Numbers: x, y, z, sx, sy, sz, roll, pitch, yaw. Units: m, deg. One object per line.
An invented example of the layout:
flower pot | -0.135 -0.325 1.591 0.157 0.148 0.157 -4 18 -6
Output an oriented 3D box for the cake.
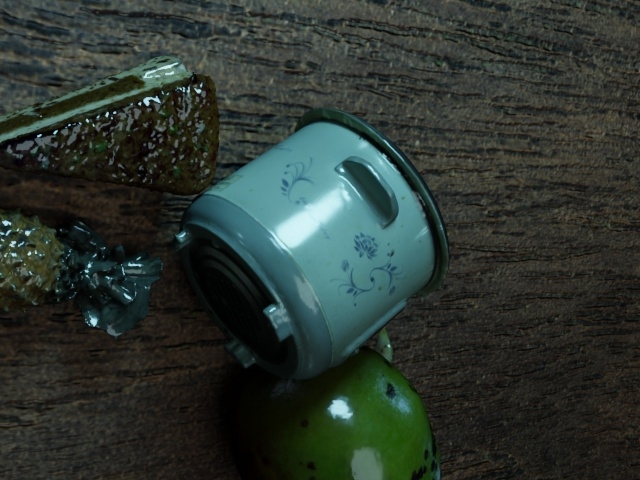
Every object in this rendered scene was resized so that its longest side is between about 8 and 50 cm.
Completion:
cake | -0.225 -0.090 0.884 0.246 0.112 0.135 -28 125 -28

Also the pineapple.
pineapple | -0.275 0.034 0.905 0.237 0.111 0.119 13 129 -47

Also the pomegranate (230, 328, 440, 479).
pomegranate | 0.051 0.261 1.142 0.323 0.291 0.290 -20 119 -32

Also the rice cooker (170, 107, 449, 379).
rice cooker | 0.000 0.000 0.997 0.317 0.316 0.264 -38 84 -21
